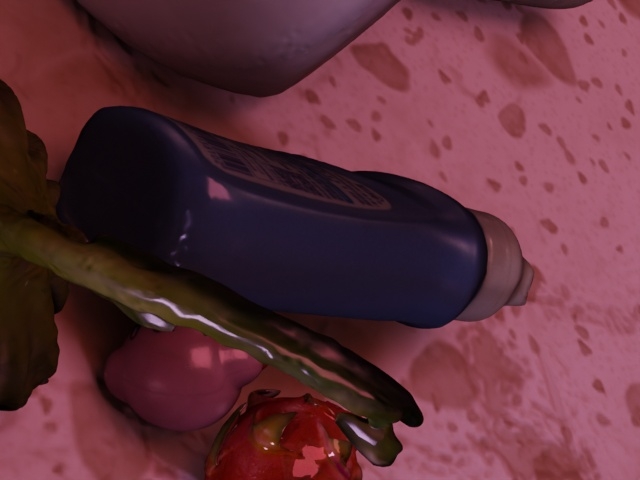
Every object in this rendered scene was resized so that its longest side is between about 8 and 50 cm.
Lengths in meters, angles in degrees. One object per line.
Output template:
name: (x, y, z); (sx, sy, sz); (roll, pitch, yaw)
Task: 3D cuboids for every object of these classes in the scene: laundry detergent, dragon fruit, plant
laundry detergent: (0.000, 0.000, 0.991); (0.290, 0.143, 0.094); (13, 99, -39)
dragon fruit: (-0.025, 0.133, 0.914); (0.081, 0.086, 0.116); (28, 83, 5)
plant: (-0.130, -0.026, 0.728); (0.251, 0.333, 0.180); (39, 57, -33)

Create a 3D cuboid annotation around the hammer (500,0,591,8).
hammer: (0.103, -0.313, 1.320); (0.202, 0.113, 0.305); (4, 53, -44)

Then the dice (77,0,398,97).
dice: (-0.017, -0.286, 1.025); (0.304, 0.304, 0.277); (51, 41, -4)

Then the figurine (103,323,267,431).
figurine: (-0.070, 0.068, 0.917); (0.071, 0.083, 0.067); (-33, 116, -61)
